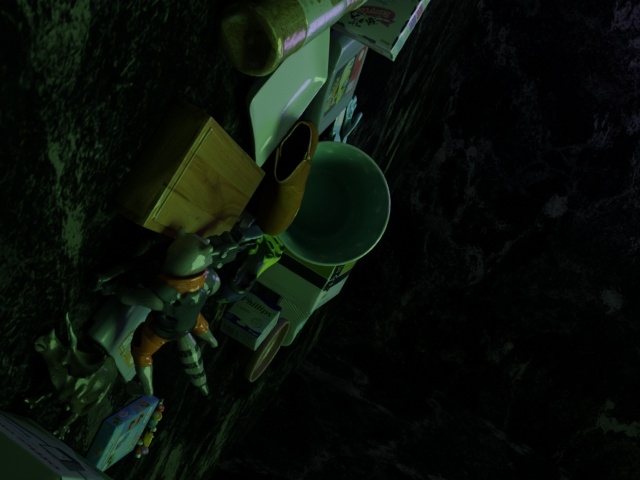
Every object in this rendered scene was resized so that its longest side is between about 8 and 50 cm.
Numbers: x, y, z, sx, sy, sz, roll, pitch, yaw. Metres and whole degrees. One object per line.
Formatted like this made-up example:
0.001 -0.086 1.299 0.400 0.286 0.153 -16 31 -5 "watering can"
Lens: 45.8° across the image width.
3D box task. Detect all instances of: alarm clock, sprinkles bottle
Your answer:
-0.203 -0.015 1.667 0.129 0.064 0.192 -53 -178 1 "alarm clock"
-0.028 -0.398 1.270 0.355 0.121 0.121 -49 166 -43 "sprinkles bottle"

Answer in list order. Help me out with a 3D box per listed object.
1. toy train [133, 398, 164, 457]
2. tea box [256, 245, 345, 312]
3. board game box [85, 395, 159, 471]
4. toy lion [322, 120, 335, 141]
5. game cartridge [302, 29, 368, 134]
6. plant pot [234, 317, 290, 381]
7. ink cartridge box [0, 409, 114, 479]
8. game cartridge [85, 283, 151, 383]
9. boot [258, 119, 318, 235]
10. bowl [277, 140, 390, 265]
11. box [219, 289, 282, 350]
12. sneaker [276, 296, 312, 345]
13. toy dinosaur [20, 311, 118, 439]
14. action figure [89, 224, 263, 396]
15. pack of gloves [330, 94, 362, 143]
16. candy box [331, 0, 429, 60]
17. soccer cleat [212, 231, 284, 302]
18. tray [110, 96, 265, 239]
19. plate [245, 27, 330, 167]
-0.460 0.492 1.977 0.166 0.046 0.125 -68 -164 -3 "toy train"
0.000 0.000 2.244 0.324 0.220 0.329 -60 170 13 "tea box"
-0.480 0.468 1.813 0.160 0.039 0.211 -61 169 12 "board game box"
0.037 -0.293 2.126 0.100 0.034 0.096 91 24 -70 "toy lion"
0.037 -0.388 1.800 0.196 0.060 0.294 -46 164 -37 "game cartridge"
-0.210 0.345 2.535 0.237 0.109 0.237 -55 168 -18 "plant pot"
-0.455 0.358 1.147 0.122 0.211 0.289 -55 169 -16 "ink cartridge box"
-0.357 0.158 1.491 0.198 0.062 0.297 -50 167 -22 "game cartridge"
-0.085 -0.136 1.711 0.211 0.104 0.295 -62 174 -79 "boot"
0.009 -0.094 1.946 0.312 0.311 0.163 -58 -170 -4 "bowl"
-0.202 0.227 2.199 0.137 0.126 0.072 -50 165 -41 "box"
-0.088 0.232 2.788 0.366 0.135 0.150 -57 -179 45 "sneaker"
-0.410 0.249 1.318 0.160 0.121 0.313 -44 163 -8 "toy dinosaur"
-0.217 0.106 1.347 0.341 0.178 0.330 -24 143 -31 "action figure"
0.070 -0.291 2.092 0.195 0.046 0.232 -33 137 -75 "pack of gloves"
0.131 -0.506 1.590 0.196 0.164 0.070 -60 169 2 "candy box"
-0.191 0.063 1.974 0.121 0.093 0.289 -29 -166 35 "soccer cleat"
-0.218 -0.095 1.369 0.203 0.076 0.411 -58 170 -2 "tray"
-0.071 -0.312 1.522 0.278 0.045 0.277 -56 170 -18 "plate"
